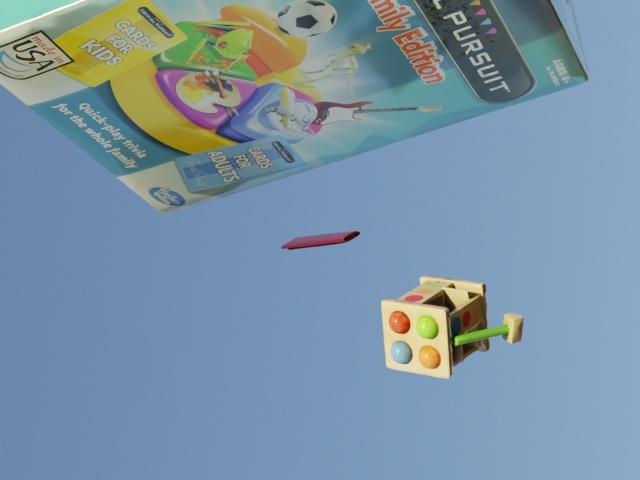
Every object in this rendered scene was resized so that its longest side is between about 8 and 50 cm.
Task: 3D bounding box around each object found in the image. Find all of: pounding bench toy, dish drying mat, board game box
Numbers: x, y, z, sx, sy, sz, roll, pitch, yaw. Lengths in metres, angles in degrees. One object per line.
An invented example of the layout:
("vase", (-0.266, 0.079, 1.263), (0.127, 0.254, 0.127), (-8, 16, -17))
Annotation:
("pounding bench toy", (0.093, 0.063, 0.920), (0.065, 0.083, 0.052), (-27, -63, -50))
("dish drying mat", (0.000, 0.000, 1.376), (0.032, 0.083, 0.008), (-31, -72, -50))
("board game box", (-0.022, -0.143, 0.861), (0.254, 0.336, 0.079), (43, -144, -56))
